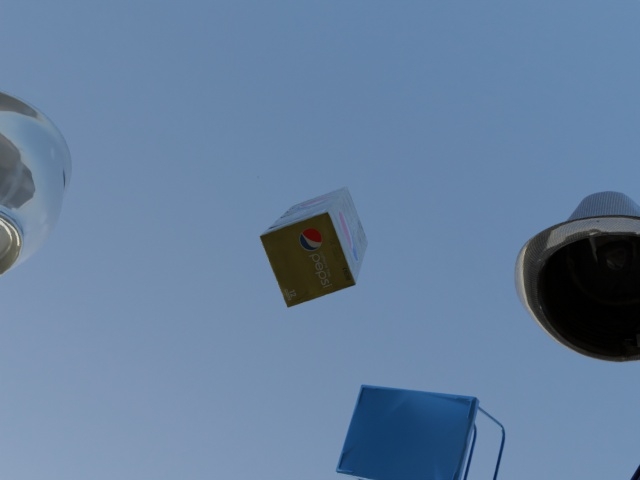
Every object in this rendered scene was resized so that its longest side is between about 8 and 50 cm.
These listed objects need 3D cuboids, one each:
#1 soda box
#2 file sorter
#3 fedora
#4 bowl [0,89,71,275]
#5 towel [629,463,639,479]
[{"bbox_3d":[0.000,0.000,0.711,0.058,0.181,0.061,-20,-83,10],"label":"soda box"},{"bbox_3d":[0.128,0.262,1.051,0.104,0.170,0.118,42,-122,-42],"label":"file sorter"},{"bbox_3d":[0.384,0.033,1.099,0.243,0.124,0.275,-13,-54,29],"label":"fedora"},{"bbox_3d":[-0.443,-0.035,1.017,0.297,0.298,0.134,-24,-125,-2],"label":"bowl"},{"bbox_3d":[0.357,0.210,0.623,0.308,0.076,0.228,35,-100,-26],"label":"towel"}]
